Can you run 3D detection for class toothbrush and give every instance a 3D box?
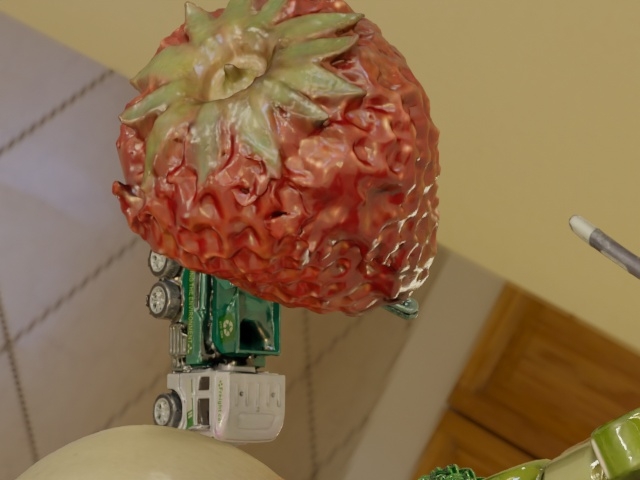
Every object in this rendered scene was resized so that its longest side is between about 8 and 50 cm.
[{"bbox_3d":[0.310,0.051,1.399,0.026,0.288,0.024,-39,137,-13],"label":"toothbrush"}]

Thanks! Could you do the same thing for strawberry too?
[{"bbox_3d":[-0.009,-0.032,1.065,0.205,0.205,0.244,-50,138,-19],"label":"strawberry"}]

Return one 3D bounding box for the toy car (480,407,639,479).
[{"bbox_3d":[0.206,0.167,0.912,0.235,0.145,0.235,-21,166,-6],"label":"toy car"}]

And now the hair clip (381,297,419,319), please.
[{"bbox_3d":[0.000,0.000,1.563,0.039,0.229,0.070,-53,-176,-35],"label":"hair clip"}]

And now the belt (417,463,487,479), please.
[{"bbox_3d":[0.101,0.210,1.033,0.079,0.151,0.121,-22,137,-35],"label":"belt"}]

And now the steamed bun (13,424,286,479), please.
[{"bbox_3d":[-0.084,0.308,1.167,0.374,0.241,0.374,50,31,-44],"label":"steamed bun"}]

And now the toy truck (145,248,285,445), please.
[{"bbox_3d":[-0.084,0.082,1.514,0.110,0.116,0.216,7,79,-39],"label":"toy truck"}]
